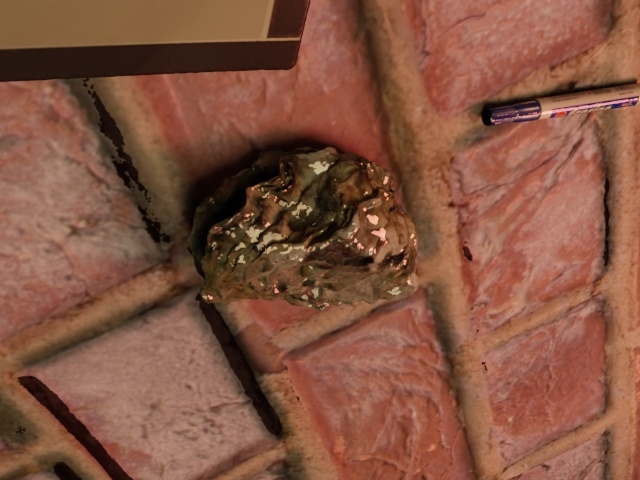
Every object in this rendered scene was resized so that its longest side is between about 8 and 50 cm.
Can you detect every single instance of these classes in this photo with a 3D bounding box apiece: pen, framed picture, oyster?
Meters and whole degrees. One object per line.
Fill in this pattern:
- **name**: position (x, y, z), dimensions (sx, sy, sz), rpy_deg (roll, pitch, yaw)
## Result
- **pen**: position (0.262, -0.143, 1.039), dimensions (0.204, 0.025, 0.025), rpy_deg (-11, 137, -21)
- **framed picture**: position (-0.150, -0.229, 0.709), dimensions (0.346, 0.016, 0.265), rpy_deg (-8, 135, -24)
- **oyster**: position (0.000, 0.000, 0.964), dimensions (0.267, 0.112, 0.198), rpy_deg (-9, 136, -27)
